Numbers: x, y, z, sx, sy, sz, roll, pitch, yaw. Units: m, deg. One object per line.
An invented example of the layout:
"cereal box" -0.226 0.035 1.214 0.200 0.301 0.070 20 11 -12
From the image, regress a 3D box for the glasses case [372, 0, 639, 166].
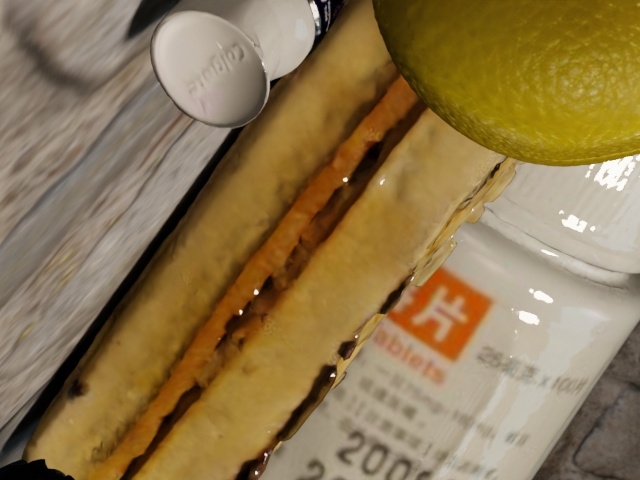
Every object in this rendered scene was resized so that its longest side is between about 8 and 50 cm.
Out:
"glasses case" 0.178 -0.185 0.780 0.371 0.173 0.141 -53 176 -2

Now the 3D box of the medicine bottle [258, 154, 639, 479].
"medicine bottle" 0.090 0.038 1.291 0.371 0.211 0.211 -59 171 18

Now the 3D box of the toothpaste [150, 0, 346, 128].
"toothpaste" 0.006 -0.113 0.712 0.071 0.045 0.193 -51 -179 45

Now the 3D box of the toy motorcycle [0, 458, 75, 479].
"toy motorcycle" -0.149 0.274 1.022 0.169 0.237 0.410 -18 161 -30

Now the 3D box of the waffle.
"waffle" 0.022 -0.018 1.044 0.376 0.114 0.261 -52 173 26
